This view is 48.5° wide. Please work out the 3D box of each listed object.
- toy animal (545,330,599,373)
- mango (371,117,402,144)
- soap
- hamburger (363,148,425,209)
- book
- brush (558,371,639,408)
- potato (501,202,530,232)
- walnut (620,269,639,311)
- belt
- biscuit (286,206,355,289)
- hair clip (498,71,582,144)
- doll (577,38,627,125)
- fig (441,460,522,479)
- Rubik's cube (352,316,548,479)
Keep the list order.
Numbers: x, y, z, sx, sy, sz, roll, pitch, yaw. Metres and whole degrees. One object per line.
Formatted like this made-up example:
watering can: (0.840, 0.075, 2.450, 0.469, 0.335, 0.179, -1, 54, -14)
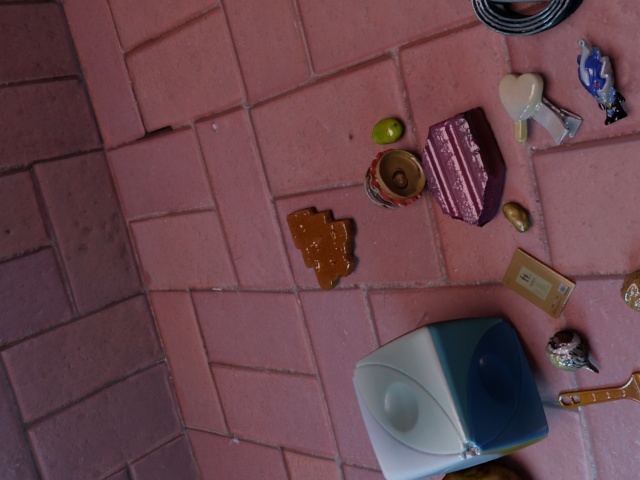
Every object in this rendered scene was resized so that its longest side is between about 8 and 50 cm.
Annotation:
toy animal: (0.629, 0.276, 1.758, 0.137, 0.098, 0.098, 18, 120, 21)
mango: (0.184, -0.303, 1.987, 0.108, 0.056, 0.073, -21, 85, 50)
soap: (0.369, -0.173, 1.814, 0.182, 0.112, 0.289, -20, 92, 48)
hamburger: (0.193, -0.163, 1.965, 0.175, 0.175, 0.137, 63, 149, 5)
book: (0.554, 0.110, 1.817, 0.172, 0.012, 0.118, 37, 129, 28)
brush: (0.723, 0.381, 1.759, 0.314, 0.017, 0.090, -26, 85, 48)
potato: (0.495, -0.060, 1.785, 0.092, 0.046, 0.045, 55, 172, 27)
walnut: (0.723, 0.115, 1.607, 0.079, 0.082, 0.096, -121, 34, -52)
belt: (0.445, -0.560, 1.579, 0.267, 0.116, 0.207, 1, 111, 42)
biscuit: (0.000, 0.000, 2.305, 0.306, 0.043, 0.284, 42, 133, 28)
hair clip: (0.499, -0.306, 1.671, 0.218, 0.071, 0.159, 49, 136, 25)
doll: (0.606, -0.349, 1.544, 0.195, 0.070, 0.096, 65, 168, -2)
fig: (0.458, 0.804, 2.048, 0.286, 0.286, 0.369, 43, 154, 25)
Rubik's cube: (0.334, 0.416, 1.862, 0.347, 0.352, 0.352, -39, 62, 43)
